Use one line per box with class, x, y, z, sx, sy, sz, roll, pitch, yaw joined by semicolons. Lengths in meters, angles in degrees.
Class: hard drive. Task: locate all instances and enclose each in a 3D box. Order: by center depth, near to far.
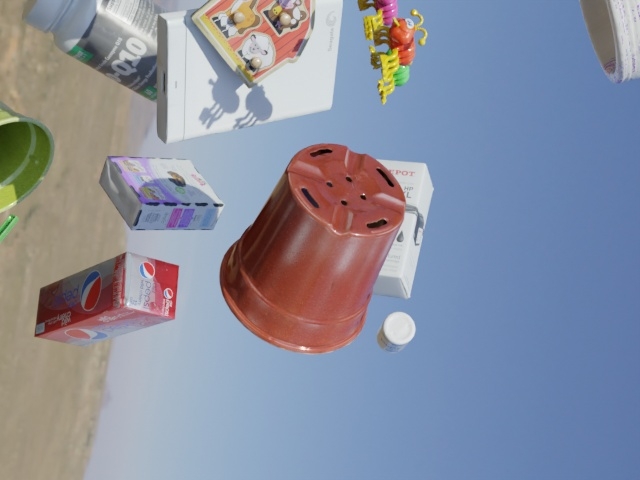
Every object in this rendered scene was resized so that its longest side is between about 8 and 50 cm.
hard drive;-0.125;-0.315;1.770;0.047;0.353;0.233;42;-43;41

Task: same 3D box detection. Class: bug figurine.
bug figurine;0.103;-0.348;1.497;0.216;0.072;0.279;81;-1;-66

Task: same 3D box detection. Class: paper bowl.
paper bowl;0.530;-0.419;1.658;0.284;0.148;0.284;-15;90;-82

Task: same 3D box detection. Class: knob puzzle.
knob puzzle;-0.088;-0.366;1.639;0.030;0.213;0.213;-118;-143;-52

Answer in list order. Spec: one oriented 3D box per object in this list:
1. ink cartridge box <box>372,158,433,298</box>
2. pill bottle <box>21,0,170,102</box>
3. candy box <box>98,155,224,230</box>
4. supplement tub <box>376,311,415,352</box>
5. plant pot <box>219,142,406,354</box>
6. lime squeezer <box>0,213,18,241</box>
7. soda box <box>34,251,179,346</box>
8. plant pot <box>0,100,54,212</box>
ink cartridge box;0.127;-0.035;2.349;0.129;0.223;0.308;64;37;-59
pill bottle;-0.477;-0.484;2.243;0.204;0.361;0.204;-40;-146;36
candy box;-0.319;-0.095;1.978;0.165;0.196;0.070;50;-55;36
supplement tub;0.158;0.195;2.073;0.107;0.071;0.071;103;-8;-71
plant pot;0.000;0.000;1.617;0.272;0.272;0.265;-92;-159;-43
lime squeezer;-0.556;0.050;1.407;0.310;0.058;0.110;-26;109;-55
soda box;-0.319;0.092;1.452;0.263;0.092;0.084;-18;-118;46
plant pot;-0.789;-0.235;2.214;0.254;0.276;0.276;43;-42;22
